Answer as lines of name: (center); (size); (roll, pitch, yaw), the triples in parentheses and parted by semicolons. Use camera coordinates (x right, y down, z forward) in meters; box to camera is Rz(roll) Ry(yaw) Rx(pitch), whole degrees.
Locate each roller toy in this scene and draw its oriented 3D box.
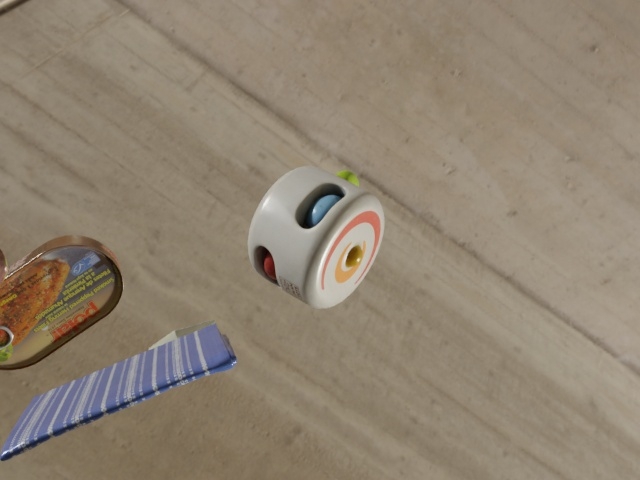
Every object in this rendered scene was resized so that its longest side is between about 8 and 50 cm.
roller toy: (0.000, 0.000, 0.929); (0.146, 0.191, 0.209); (29, -73, 28)

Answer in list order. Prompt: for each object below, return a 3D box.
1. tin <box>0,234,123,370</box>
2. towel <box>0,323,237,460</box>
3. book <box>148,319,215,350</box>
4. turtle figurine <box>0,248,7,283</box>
tin: (-0.311, 0.070, 0.693); (0.190, 0.040, 0.106); (-34, -61, -2)
towel: (-0.296, 0.225, 0.961); (0.243, 0.336, 0.040); (-170, -121, -75)
book: (-0.297, 0.213, 1.333); (0.144, 0.096, 0.035); (-38, -108, 46)
turtle figurine: (-0.370, 0.007, 0.458); (0.269, 0.217, 0.087); (50, -52, 12)
